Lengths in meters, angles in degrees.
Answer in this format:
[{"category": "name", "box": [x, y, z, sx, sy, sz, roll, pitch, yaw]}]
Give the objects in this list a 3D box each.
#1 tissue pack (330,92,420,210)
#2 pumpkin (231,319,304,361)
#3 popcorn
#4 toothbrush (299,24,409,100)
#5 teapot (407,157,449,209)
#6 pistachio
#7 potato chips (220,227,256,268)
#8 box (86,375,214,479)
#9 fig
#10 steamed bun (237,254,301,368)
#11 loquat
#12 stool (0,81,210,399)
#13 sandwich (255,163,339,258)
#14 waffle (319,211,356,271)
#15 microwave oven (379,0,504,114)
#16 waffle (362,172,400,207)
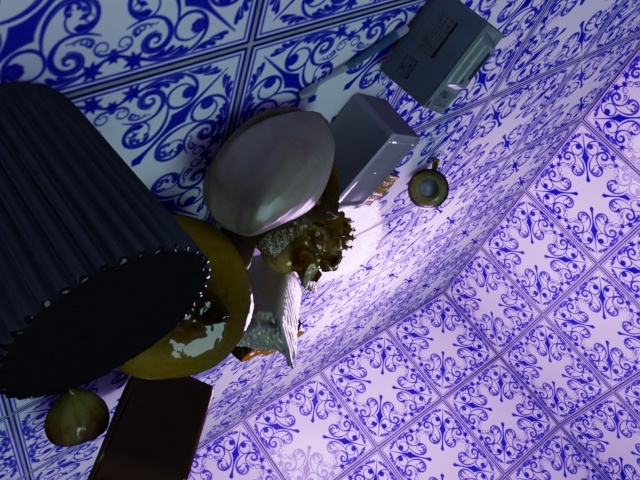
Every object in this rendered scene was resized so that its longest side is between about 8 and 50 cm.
[{"category": "tissue pack", "box": [0.086, -0.199, 1.583, 0.246, 0.136, 0.159, -48, 159, 25]}, {"category": "pumpkin", "box": [-0.167, 0.276, 2.184, 0.222, 0.139, 0.317, -42, 160, 16]}, {"category": "popcorn", "box": [-0.048, -0.001, 1.641, 0.190, 0.253, 0.191, 12, 127, -19]}, {"category": "toothbrush", "box": [0.069, -0.359, 1.370, 0.276, 0.019, 0.025, -35, 166, -12]}, {"category": "teapot", "box": [0.348, -0.179, 2.157, 0.119, 0.130, 0.165, -3, 109, -82]}, {"category": "pistachio", "box": [-0.093, -0.140, 1.320, 0.332, 0.208, 0.226, -40, 128, -33]}, {"category": "potato chips", "box": [-0.206, 0.021, 1.531, 0.062, 0.208, 0.195, 18, 157, -21]}, {"category": "box", "box": [-0.454, 0.522, 1.822, 0.239, 0.229, 0.339, -56, -165, 40]}, {"category": "fig", "box": [-0.615, 0.432, 1.703, 0.160, 0.143, 0.230, -10, 152, -22]}, {"category": "steamed bun", "box": [-0.194, 0.180, 1.818, 0.272, 0.273, 0.290, 5, 154, 4]}, {"category": "loquat", "box": [-0.308, 0.113, 1.347, 0.328, 0.328, 0.359, -27, -160, -31]}, {"category": "stool", "box": [-0.358, -0.012, 0.897, 0.297, 0.330, 0.297, -34, 160, -14]}, {"category": "sandwich", "box": [-0.054, -0.079, 1.497, 0.215, 0.186, 0.065, -36, 124, 30]}, {"category": "waffle", "box": [0.000, 0.000, 1.790, 0.193, 0.197, 0.070, -49, 142, -8]}, {"category": "microwave oven", "box": [0.256, -0.394, 1.426, 0.208, 0.162, 0.122, -52, 158, 22]}, {"category": "waffle", "box": [0.174, -0.150, 2.026, 0.135, 0.021, 0.092, -47, 159, 22]}]
